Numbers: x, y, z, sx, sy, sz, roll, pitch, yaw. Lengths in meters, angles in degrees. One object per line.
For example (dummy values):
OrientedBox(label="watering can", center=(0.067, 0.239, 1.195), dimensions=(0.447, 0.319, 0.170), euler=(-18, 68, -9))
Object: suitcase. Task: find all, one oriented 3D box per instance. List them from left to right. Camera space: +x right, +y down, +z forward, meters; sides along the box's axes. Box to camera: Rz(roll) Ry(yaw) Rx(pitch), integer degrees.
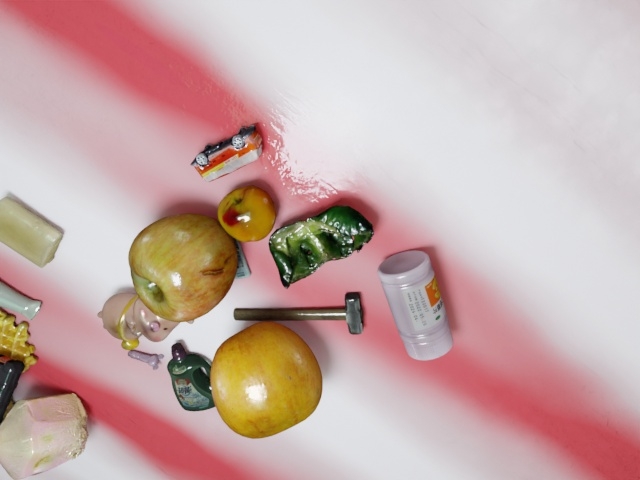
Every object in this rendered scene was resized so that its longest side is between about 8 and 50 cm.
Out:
OrientedBox(label="suitcase", center=(-1.071, 0.423, 1.398), dimensions=(0.285, 0.066, 0.206), euler=(18, 82, 1))

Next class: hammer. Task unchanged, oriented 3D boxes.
OrientedBox(label="hammer", center=(-0.066, 0.201, 1.269), dimensions=(0.365, 0.043, 0.111), euler=(-3, 113, 12))

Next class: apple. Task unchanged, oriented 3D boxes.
OrientedBox(label="apple", center=(-0.329, 0.057, 1.141), dimensions=(0.264, 0.264, 0.264), euler=(3, 114, 8))
OrientedBox(label="apple", center=(-0.146, 0.355, 1.216), dimensions=(0.299, 0.299, 0.275), euler=(-28, 88, 19))

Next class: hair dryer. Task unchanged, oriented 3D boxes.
OrientedBox(label="hair dryer", center=(-0.982, 0.238, 1.373), dimensions=(0.206, 0.075, 0.237), euler=(31, 84, -10))

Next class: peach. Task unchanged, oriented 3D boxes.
OrientedBox(label="peach", center=(-0.176, -0.060, 1.125), dimensions=(0.138, 0.138, 0.138), euler=(3, 114, 8))

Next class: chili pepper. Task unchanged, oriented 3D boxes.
OrientedBox(label="chili pepper", center=(0.005, -0.003, 1.139), dimensions=(0.264, 0.116, 0.148), euler=(-26, 96, 18))

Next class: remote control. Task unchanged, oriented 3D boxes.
OrientedBox(label="remote control", center=(-0.226, 0.046, 1.237), dimensions=(0.053, 0.018, 0.124), euler=(-10, 112, 14))

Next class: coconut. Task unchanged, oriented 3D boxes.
OrientedBox(label="coconut", center=(-0.871, 0.603, 1.435), dimensions=(0.233, 0.245, 0.233), euler=(-3, 84, 30))

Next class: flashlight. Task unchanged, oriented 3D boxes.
OrientedBox(label="flashlight", center=(-0.537, 0.361, 1.421), dimensions=(0.110, 0.052, 0.031), euler=(14, 151, 10))

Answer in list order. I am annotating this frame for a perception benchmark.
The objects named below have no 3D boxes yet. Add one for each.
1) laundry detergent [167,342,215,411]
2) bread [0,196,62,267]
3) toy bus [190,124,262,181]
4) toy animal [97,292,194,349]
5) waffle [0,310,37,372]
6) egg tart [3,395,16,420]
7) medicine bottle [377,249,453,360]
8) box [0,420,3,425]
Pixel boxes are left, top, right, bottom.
OrientedBox(label="laundry detergent", center=(-0.384, 0.403, 1.391), dimensions=(0.144, 0.078, 0.222), euler=(-8, 110, 11))
OrientedBox(label="bread", center=(-0.811, -0.021, 1.279), dimensions=(0.178, 0.060, 0.139), euler=(39, 115, -9))
OrientedBox(label="toy bus", center=(-0.215, -0.204, 1.096), dimensions=(0.174, 0.079, 0.077), euler=(-21, 117, 17))
OrientedBox(label="toy animal", center=(-0.501, 0.212, 1.290), dimensions=(0.248, 0.149, 0.165), euler=(-10, 128, 6))
OrientedBox(label="waffle", center=(-1.050, 0.323, 1.469), dimensions=(0.309, 0.065, 0.283), euler=(-16, 109, 17))
OrientedBox(label="egg tart", center=(-1.189, 0.570, 1.577), dimensions=(0.288, 0.118, 0.288), euler=(5, 114, 11))
OrientedBox(label="medicine bottle", center=(0.237, 0.161, 1.150), dimensions=(0.133, 0.133, 0.250), euler=(-15, 109, 15))
OrientedBox(label="box", center=(-1.098, 0.537, 1.454), dimensions=(0.225, 0.129, 0.086), euler=(59, 158, 20))
